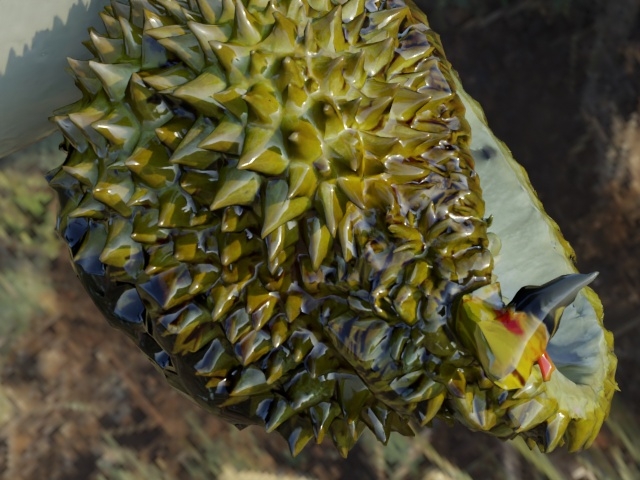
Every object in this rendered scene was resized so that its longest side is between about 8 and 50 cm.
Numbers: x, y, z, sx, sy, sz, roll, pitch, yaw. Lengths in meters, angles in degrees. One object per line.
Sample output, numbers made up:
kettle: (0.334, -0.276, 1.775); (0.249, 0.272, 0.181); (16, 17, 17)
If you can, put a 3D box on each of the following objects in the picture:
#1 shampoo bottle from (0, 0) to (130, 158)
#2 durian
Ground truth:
shampoo bottle: (-0.207, -0.174, 0.694); (0.317, 0.322, 0.322); (-29, 27, -21)
durian: (0.000, 0.000, 0.556); (0.138, 0.193, 0.237); (-35, 26, 5)
